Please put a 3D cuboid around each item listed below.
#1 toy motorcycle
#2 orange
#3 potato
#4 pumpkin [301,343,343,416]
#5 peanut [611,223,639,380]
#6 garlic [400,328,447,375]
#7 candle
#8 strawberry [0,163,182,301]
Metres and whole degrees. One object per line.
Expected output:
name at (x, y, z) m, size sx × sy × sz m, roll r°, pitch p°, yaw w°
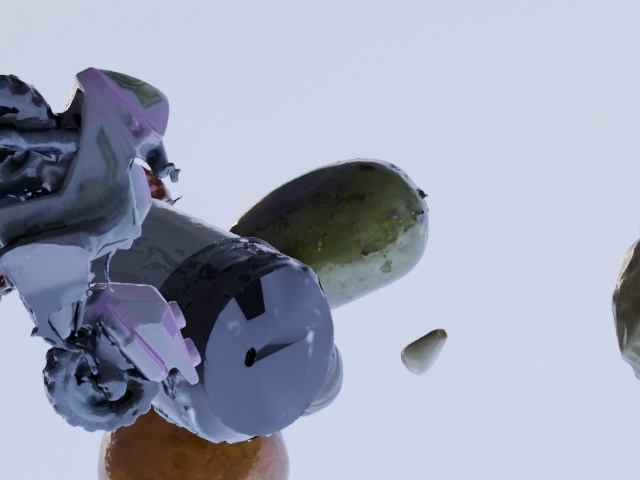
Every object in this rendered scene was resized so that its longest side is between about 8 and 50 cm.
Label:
toy motorcycle at (-0.177, -0.003, 1.365) m, size 0.188 × 0.327 × 0.143 m, roll -27°, pitch -153°, yaw -11°
orange at (-0.184, 0.322, 2.424) m, size 0.284 × 0.284 × 0.226 m, roll -8°, pitch -167°, yaw 33°
potato at (0.000, 0.000, 2.212) m, size 0.307 × 0.173 × 0.210 m, roll -26°, pitch -151°, yaw 8°
pumpkin at (-0.081, 0.193, 2.556) m, size 0.219 × 0.219 × 0.162 m, roll -11°, pitch -129°, yaw 30°
peanut at (0.335, 0.024, 1.576) m, size 0.110 × 0.233 × 0.197 m, roll 20°, pitch -129°, yaw 7°
garlic at (0.127, 0.139, 2.103) m, size 0.053 × 0.041 × 0.083 m, roll -26°, pitch 163°, yaw -35°
candle at (-0.161, 0.078, 1.888) m, size 0.342 × 0.221 × 0.221 m, roll 21°, pitch -126°, yaw 43°
strawberry at (-0.376, -0.032, 2.413) m, size 0.280 × 0.150 × 0.253 m, roll -36°, pitch 170°, yaw 40°
